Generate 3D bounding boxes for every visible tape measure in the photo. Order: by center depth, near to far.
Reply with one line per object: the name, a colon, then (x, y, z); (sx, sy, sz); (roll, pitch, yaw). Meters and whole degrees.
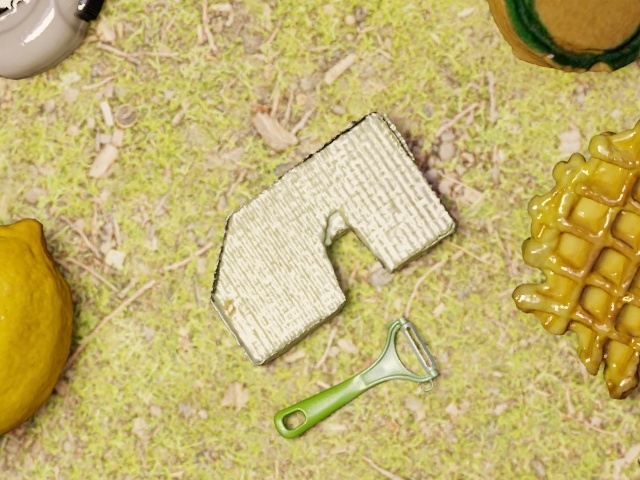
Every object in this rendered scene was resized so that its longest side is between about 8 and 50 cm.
tape measure: (-0.315, -0.261, 1.939); (0.236, 0.120, 0.197); (-32, 84, 8)

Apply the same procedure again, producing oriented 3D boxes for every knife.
knife: (0.032, 0.145, 1.886); (0.166, 0.022, 0.078); (-31, 74, 3)

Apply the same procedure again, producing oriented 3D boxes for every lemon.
lemon: (-0.335, 0.093, 1.870); (0.188, 0.188, 0.256); (24, 88, 11)

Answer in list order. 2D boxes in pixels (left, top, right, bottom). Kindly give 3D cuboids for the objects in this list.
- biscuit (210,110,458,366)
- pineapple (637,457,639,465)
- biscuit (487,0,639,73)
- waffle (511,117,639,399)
biscuit: (0.000, 0.000, 1.895); (0.250, 0.046, 0.147); (-37, 81, 3)
pineapple: (0.354, 0.235, 1.787); (0.161, 0.137, 0.176); (-32, 85, -40)
biscuit: (0.242, -0.330, 1.798); (0.287, 0.057, 0.343); (12, 96, -28)
waffle: (0.326, 0.012, 1.782); (0.309, 0.065, 0.283); (-20, 107, 18)
